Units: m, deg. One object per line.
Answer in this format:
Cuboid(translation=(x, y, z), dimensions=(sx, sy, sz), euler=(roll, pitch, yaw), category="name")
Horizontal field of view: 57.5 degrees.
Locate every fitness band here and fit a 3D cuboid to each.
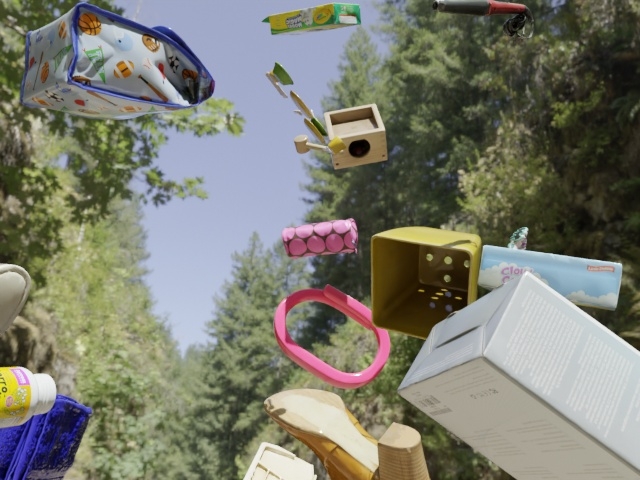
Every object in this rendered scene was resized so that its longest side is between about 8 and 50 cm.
Cuboid(translation=(0.025, 0.228, 1.405), dimensions=(0.290, 0.209, 0.054), euler=(31, -31, 10), category="fitness band")

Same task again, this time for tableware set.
Cuboid(translation=(-0.019, -0.186, 0.823), dimensions=(0.154, 0.024, 0.104), euler=(51, -2, -17), category="tableware set")

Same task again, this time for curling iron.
Cuboid(translation=(0.293, -0.394, 1.020), dimensions=(0.273, 0.068, 0.035), euler=(-7, -3, -40), category="curling iron")

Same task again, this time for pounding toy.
Cuboid(translation=(0.046, -0.216, 1.349), dimensions=(0.205, 0.181, 0.094), euler=(-10, -49, 1), category="pounding toy")

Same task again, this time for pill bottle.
Cuboid(translation=(-0.235, 0.113, 0.418), dimensions=(0.043, 0.044, 0.083), euler=(-11, -13, 26), category="pill bottle")

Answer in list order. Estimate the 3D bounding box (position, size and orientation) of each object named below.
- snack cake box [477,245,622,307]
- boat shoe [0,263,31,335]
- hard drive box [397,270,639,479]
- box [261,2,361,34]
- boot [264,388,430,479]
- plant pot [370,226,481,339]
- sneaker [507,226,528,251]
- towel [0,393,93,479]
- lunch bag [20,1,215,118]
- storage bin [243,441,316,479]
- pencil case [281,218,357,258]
Cuboid(translation=(0.479, 0.079, 1.220), dimensions=(0.264, 0.089, 0.152), euler=(8, -3, 27), category="snack cake box")
Cuboid(translation=(-0.584, 0.148, 0.864), dimensions=(0.096, 0.324, 0.117), euler=(19, -32, 35), category="boat shoe")
Cuboid(translation=(0.210, 0.154, 0.513), dimensions=(0.232, 0.089, 0.181), euler=(37, -26, 1), category="hard drive box")
Cuboid(translation=(-0.021, -0.442, 1.173), dimensions=(0.179, 0.043, 0.105), euler=(7, 20, 34), category="box")
Cuboid(translation=(0.037, 0.356, 0.882), dimensions=(0.295, 0.211, 0.104), euler=(7, 21, 39), category="boot")
Cuboid(translation=(0.243, 0.074, 1.246), dimensions=(0.212, 0.212, 0.187), euler=(10, 23, 29), category="plant pot")
Cuboid(translation=(0.490, 0.023, 1.422), dimensions=(0.069, 0.098, 0.038), euler=(34, -3, -19), category="sneaker")
Cuboid(translation=(-0.442, 0.385, 0.869), dimensions=(0.076, 0.308, 0.228), euler=(12, -20, 8), category="towel")
Cuboid(translation=(-0.514, -0.431, 1.509), dimensions=(0.385, 0.239, 0.327), euler=(8, -2, -44), category="lunch bag")
Cuboid(translation=(-0.127, 0.541, 1.029), dimensions=(0.123, 0.262, 0.260), euler=(25, 15, 4), category="storage bin")
Cuboid(translation=(0.000, 0.000, 1.641), dimensions=(0.209, 0.095, 0.098), euler=(-6, -70, 11), category="pencil case")
